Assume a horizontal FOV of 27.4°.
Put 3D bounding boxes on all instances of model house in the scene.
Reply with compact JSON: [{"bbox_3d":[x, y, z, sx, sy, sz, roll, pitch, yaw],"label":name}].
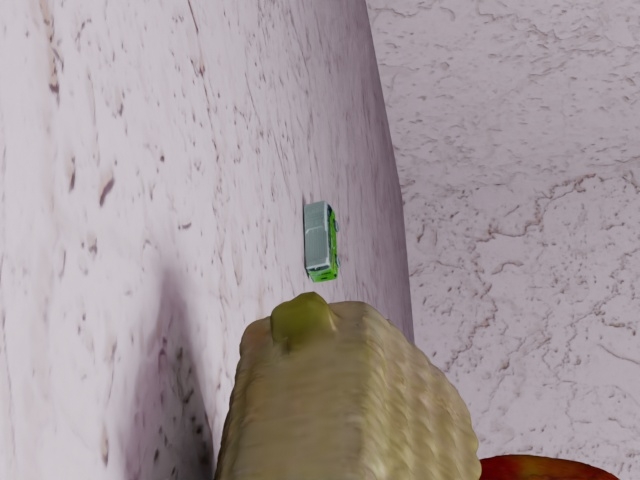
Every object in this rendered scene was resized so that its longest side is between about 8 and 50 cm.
[{"bbox_3d":[0.004,0.161,0.687,0.193,0.175,0.234,-82,154,-63],"label":"model house"}]

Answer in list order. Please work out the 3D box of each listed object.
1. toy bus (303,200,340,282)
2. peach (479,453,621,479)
[{"bbox_3d":[0.000,0.000,1.308,0.037,0.031,0.083,58,24,-52],"label":"toy bus"},{"bbox_3d":[0.181,0.379,1.148,0.353,0.339,0.416,-89,174,-48],"label":"peach"}]
